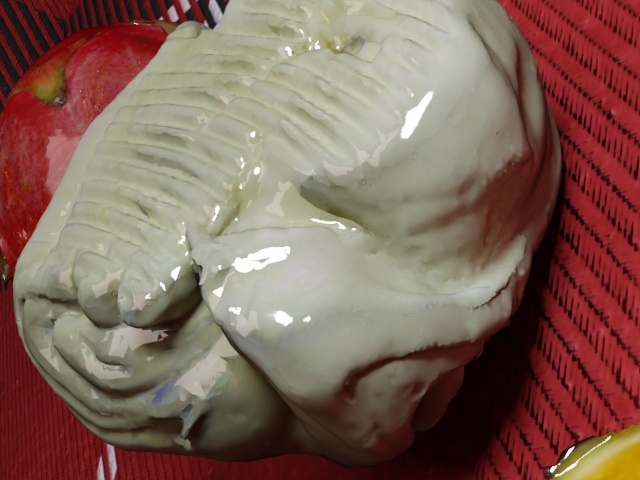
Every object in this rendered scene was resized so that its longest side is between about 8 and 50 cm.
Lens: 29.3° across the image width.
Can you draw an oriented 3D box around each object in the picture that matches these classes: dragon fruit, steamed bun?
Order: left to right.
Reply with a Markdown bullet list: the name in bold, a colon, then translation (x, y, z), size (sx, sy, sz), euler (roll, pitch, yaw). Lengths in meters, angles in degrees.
- **dragon fruit**: translation (-0.153, -0.038, 1.088), size (0.295, 0.296, 0.301), euler (-51, 50, 35)
- **steamed bun**: translation (0.000, 0.000, 0.798), size (0.339, 0.247, 0.352), euler (7, 60, 48)

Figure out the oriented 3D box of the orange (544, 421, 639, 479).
- **orange**: translation (0.130, 0.162, 0.379), size (0.310, 0.274, 0.274), euler (-66, 25, 7)
